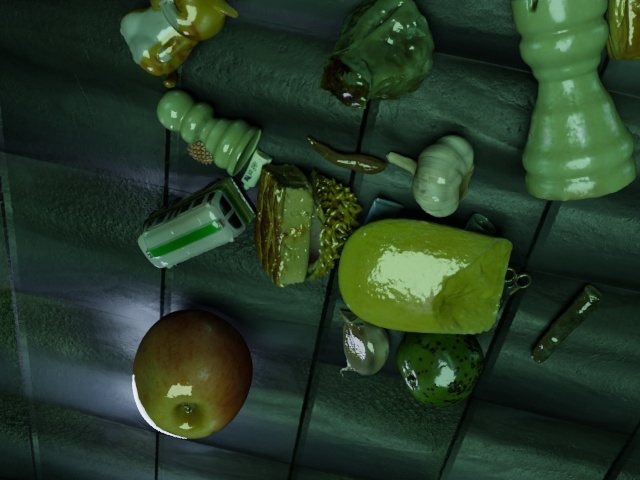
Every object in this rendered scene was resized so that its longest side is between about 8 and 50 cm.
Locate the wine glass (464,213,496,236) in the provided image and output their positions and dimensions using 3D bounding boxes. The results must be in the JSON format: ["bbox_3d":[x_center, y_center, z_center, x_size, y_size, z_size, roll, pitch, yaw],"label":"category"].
[{"bbox_3d":[0.381,0.007,1.599,0.073,0.073,0.155,31,121,-8],"label":"wine glass"}]

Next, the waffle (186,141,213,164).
[{"bbox_3d":[-0.310,-0.240,1.609,0.083,0.029,0.075,39,118,-10],"label":"waffle"}]

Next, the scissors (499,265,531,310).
[{"bbox_3d":[0.501,0.167,1.701,0.088,0.017,0.220,21,122,-3],"label":"scissors"}]

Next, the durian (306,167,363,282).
[{"bbox_3d":[0.003,-0.004,1.597,0.186,0.195,0.305,17,119,-7],"label":"durian"}]

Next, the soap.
[{"bbox_3d":[0.258,0.096,1.551,0.428,0.115,0.305,6,114,4],"label":"soap"}]

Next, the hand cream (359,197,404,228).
[{"bbox_3d":[0.129,-0.005,1.646,0.088,0.055,0.256,16,123,-23],"label":"hand cream"}]

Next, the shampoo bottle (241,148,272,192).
[{"bbox_3d":[-0.178,-0.174,1.620,0.049,0.034,0.141,27,122,-12],"label":"shampoo bottle"}]

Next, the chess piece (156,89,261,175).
[{"bbox_3d":[-0.289,-0.283,1.526,0.251,0.144,0.144,31,120,0],"label":"chess piece"}]

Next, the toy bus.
[{"bbox_3d":[-0.340,-0.037,1.637,0.306,0.179,0.143,-20,114,25],"label":"toy bus"}]

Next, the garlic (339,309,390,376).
[{"bbox_3d":[0.132,0.340,1.828,0.129,0.148,0.266,-8,120,-27],"label":"garlic"}]

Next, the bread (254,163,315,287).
[{"bbox_3d":[-0.097,-0.041,1.574,0.114,0.184,0.274,-5,118,-19],"label":"bread"}]

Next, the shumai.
[{"bbox_3d":[0.133,-0.401,1.328,0.225,0.222,0.260,33,115,-6],"label":"shumai"}]

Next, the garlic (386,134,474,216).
[{"bbox_3d":[0.252,-0.175,1.477,0.226,0.199,0.199,26,124,26],"label":"garlic"}]

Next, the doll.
[{"bbox_3d":[-0.330,-0.492,1.394,0.270,0.162,0.166,-31,81,30],"label":"doll"}]

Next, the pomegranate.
[{"bbox_3d":[0.337,0.325,1.700,0.254,0.271,0.254,31,139,31],"label":"pomegranate"}]

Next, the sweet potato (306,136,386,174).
[{"bbox_3d":[0.061,-0.210,1.549,0.214,0.050,0.050,18,121,3],"label":"sweet potato"}]

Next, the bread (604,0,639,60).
[{"bbox_3d":[0.697,-0.484,1.243,0.211,0.099,0.234,-1,119,11],"label":"bread"}]

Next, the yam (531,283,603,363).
[{"bbox_3d":[0.672,0.236,1.687,0.061,0.061,0.274,26,122,-5],"label":"yam"}]

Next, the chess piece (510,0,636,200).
[{"bbox_3d":[0.528,-0.322,1.308,0.234,0.234,0.441,-11,114,16],"label":"chess piece"}]

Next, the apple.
[{"bbox_3d":[-0.385,0.401,1.817,0.364,0.364,0.363,5,120,8],"label":"apple"}]
